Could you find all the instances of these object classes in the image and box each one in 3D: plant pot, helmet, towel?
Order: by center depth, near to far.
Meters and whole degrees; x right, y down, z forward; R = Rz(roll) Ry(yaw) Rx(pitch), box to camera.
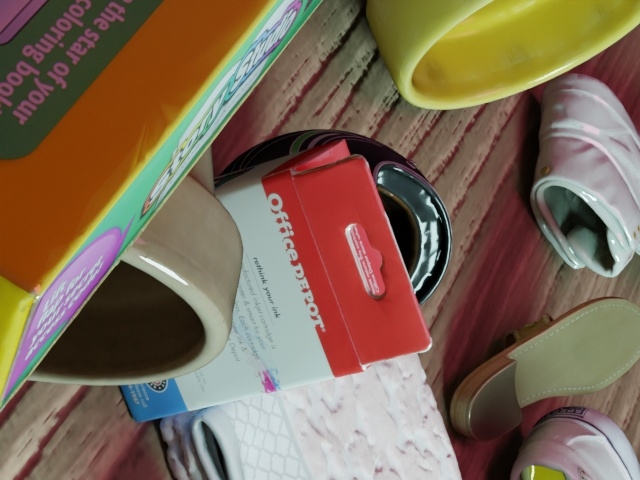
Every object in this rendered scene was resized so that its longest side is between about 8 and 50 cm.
[{"bbox_3d":[-0.158,-0.073,1.044,0.263,0.263,0.229,36,55,-46],"label":"plant pot"},{"bbox_3d":[0.000,0.000,1.382,0.161,0.169,0.169,-45,116,-53],"label":"helmet"},{"bbox_3d":[0.028,0.221,1.447,0.317,0.053,0.332,-30,104,-59],"label":"towel"},{"bbox_3d":[0.137,-0.274,1.678,0.254,0.254,0.239,6,58,-58],"label":"plant pot"}]

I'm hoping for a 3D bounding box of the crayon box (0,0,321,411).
[{"bbox_3d":[-0.172,-0.146,0.885,0.313,0.106,0.363,33,49,2],"label":"crayon box"}]

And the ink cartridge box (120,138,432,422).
[{"bbox_3d":[-0.034,0.022,1.257,0.078,0.231,0.134,-34,107,-58],"label":"ink cartridge box"}]

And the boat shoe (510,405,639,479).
[{"bbox_3d":[0.259,0.330,1.694,0.156,0.136,0.367,-34,103,-58],"label":"boat shoe"}]

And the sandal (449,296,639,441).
[{"bbox_3d":[0.182,0.101,1.734,0.240,0.079,0.088,-24,119,-38],"label":"sandal"}]

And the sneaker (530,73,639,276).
[{"bbox_3d":[0.301,-0.010,1.953,0.292,0.108,0.169,42,44,-28],"label":"sneaker"}]
